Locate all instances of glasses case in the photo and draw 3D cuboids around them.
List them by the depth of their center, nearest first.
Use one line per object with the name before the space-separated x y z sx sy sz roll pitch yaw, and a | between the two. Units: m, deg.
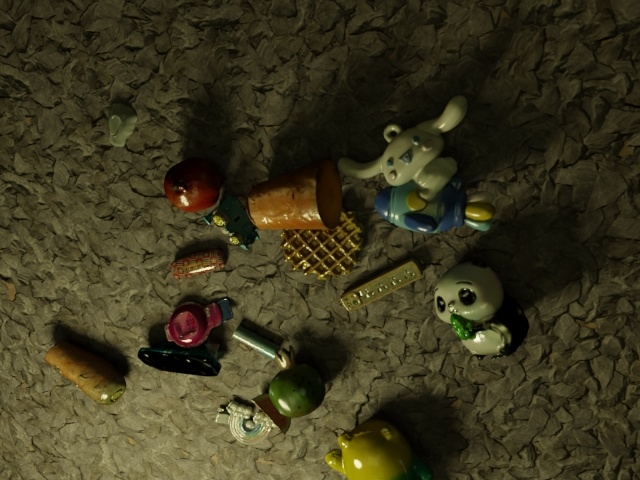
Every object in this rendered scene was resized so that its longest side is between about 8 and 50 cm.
glasses case | -0.400 0.075 1.663 0.195 0.049 0.073 -15 104 17

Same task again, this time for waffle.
waffle | 0.000 0.000 1.549 0.253 0.056 0.249 17 111 8

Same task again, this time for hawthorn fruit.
hawthorn fruit | -0.381 -0.159 1.508 0.169 0.188 0.169 6 110 18

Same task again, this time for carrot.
carrot | -0.080 -0.118 1.436 0.254 0.196 0.196 -4 107 26
carrot | -0.835 0.468 1.849 0.302 0.139 0.138 35 112 7

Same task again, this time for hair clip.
hair clip | -0.267 0.650 1.830 0.220 0.054 0.140 20 99 1

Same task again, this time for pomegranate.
pomegranate | -0.085 0.454 1.660 0.187 0.187 0.225 -21 91 18

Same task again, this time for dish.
dish | -0.622 -0.349 1.575 0.091 0.039 0.137 26 110 3

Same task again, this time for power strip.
power strip | 0.178 0.138 1.561 0.305 0.044 0.064 -29 101 20

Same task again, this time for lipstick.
lipstick | -0.214 0.338 1.711 0.158 0.048 0.048 27 112 3

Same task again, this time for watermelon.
watermelon | -0.169 0.592 1.775 0.163 0.087 0.069 47 131 4

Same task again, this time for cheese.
cheese | -0.406 0.268 1.715 0.244 0.062 0.155 -24 78 6

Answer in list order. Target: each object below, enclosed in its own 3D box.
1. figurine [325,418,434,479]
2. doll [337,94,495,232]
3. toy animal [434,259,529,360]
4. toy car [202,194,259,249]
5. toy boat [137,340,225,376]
figurine | 0.195 0.744 1.664 0.324 0.231 0.340 -17 109 16
doll | 0.268 -0.148 1.369 0.376 0.187 0.365 -26 92 47
toy animal | 0.439 0.194 1.436 0.267 0.212 0.212 45 111 -8
toy car | -0.268 -0.049 1.569 0.098 0.126 0.161 -14 116 39
toy boat | -0.480 0.389 1.770 0.299 0.092 0.134 3 142 18
